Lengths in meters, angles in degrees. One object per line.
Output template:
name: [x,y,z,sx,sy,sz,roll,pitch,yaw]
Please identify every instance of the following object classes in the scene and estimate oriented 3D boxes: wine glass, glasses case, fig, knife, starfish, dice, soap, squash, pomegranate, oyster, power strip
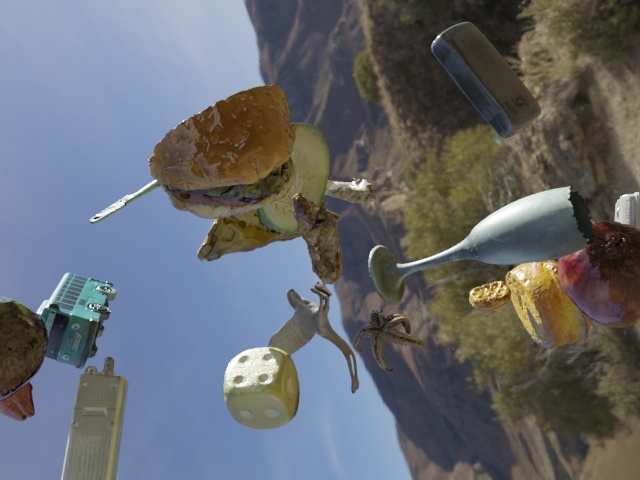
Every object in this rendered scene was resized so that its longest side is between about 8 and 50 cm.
wine glass: [0.275,0.050,0.964,0.264,0.310,0.096,38,-136,-39]
glasses case: [0.423,-0.413,1.619,0.323,0.131,0.074,54,154,9]
fig: [0.655,0.079,1.419,0.263,0.224,0.224,50,-164,-20]
knife: [-0.615,-0.134,2.040,0.043,0.293,0.020,52,172,44]
starfish: [0.172,0.255,1.613,0.074,0.190,0.146,48,-116,-44]
dice: [-0.160,0.410,1.757,0.166,0.169,0.169,-80,-22,-51]
soap: [-0.155,-0.022,1.912,0.339,0.304,0.169,25,-165,-10]
squash: [-0.074,-0.152,1.633,0.260,0.189,0.189,115,146,-59]
pomegranate: [-0.571,0.220,1.105,0.214,0.214,0.247,-86,-20,-67]
oyster: [0.001,-0.002,1.548,0.345,0.079,0.128,64,-139,-52]
power strip: [-0.451,0.401,1.265,0.058,0.098,0.338,95,177,-68]
oyster: [0.081,-0.158,2.043,0.133,0.209,0.072,-59,-32,-69]

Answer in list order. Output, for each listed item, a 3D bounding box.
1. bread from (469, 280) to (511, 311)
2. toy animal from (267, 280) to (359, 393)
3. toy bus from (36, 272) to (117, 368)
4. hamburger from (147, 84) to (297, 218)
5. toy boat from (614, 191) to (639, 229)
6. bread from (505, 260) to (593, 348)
bread: [0.450,0.148,1.678,0.083,0.111,0.044,-103,-7,-60]
toy animal: [0.003,0.283,1.917,0.225,0.284,0.302,-30,-47,-57]
toy bus: [-0.558,0.175,1.435,0.256,0.147,0.128,-124,53,-72]
hamburger: [-0.160,-0.162,1.285,0.209,0.330,0.162,50,164,19]
toy boat: [0.895,0.005,1.778,0.141,0.141,0.269,45,-144,-73]
bread: [0.598,0.159,1.669,0.268,0.146,0.268,156,90,-89]
